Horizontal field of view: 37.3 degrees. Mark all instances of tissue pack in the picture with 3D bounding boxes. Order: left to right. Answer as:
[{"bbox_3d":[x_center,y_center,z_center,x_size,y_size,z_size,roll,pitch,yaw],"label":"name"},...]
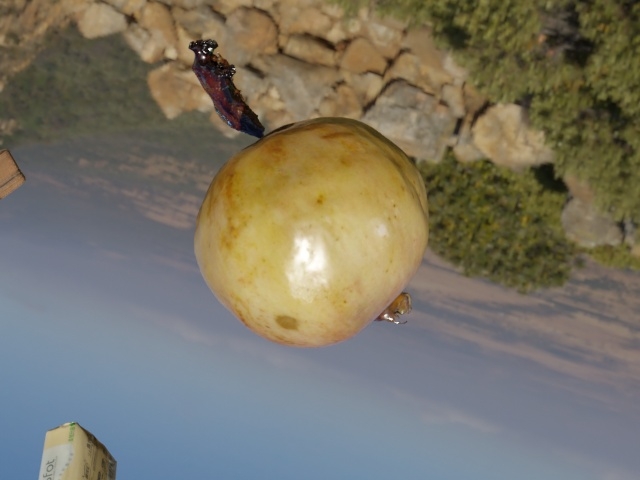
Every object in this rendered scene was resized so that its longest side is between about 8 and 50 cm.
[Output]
[{"bbox_3d":[-0.465,0.486,1.807,0.090,0.222,0.186,-16,137,14],"label":"tissue pack"}]

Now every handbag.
[{"bbox_3d":[-0.628,-0.093,1.675,0.193,0.151,0.072,-3,122,37],"label":"handbag"}]

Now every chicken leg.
[{"bbox_3d":[-0.173,-0.272,1.742,0.105,0.063,0.234,40,165,43],"label":"chicken leg"}]

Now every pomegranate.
[{"bbox_3d":[0.000,0.000,1.272,0.338,0.338,0.338,18,173,2],"label":"pomegranate"}]
